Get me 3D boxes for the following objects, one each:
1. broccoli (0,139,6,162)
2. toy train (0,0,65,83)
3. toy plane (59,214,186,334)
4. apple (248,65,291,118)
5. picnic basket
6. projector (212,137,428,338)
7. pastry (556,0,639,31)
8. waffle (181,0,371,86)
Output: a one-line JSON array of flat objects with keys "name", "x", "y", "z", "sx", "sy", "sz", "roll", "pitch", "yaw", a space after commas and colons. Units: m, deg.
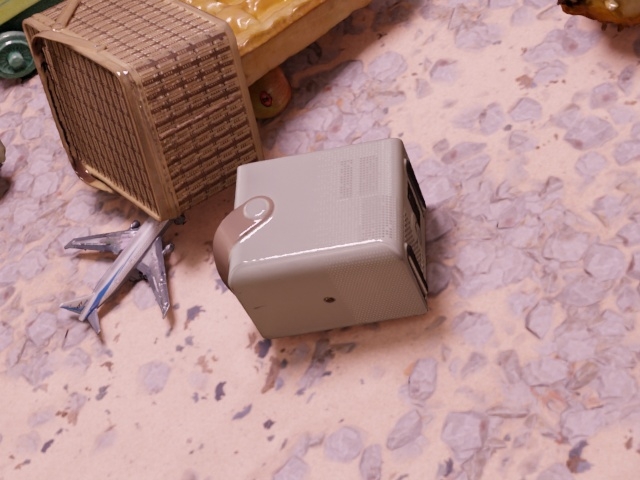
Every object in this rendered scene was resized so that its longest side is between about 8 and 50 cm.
[{"name": "broccoli", "x": -0.516, "y": -0.120, "z": 1.947, "sx": 0.138, "sy": 0.146, "sz": 0.162, "roll": -12, "pitch": 55, "yaw": 22}, {"name": "toy train", "x": -0.425, "y": -0.403, "z": 2.053, "sx": 0.369, "sy": 0.237, "sz": 0.150, "roll": -31, "pitch": 46, "yaw": 2}, {"name": "toy plane", "x": -0.243, "y": 0.021, "z": 1.767, "sx": 0.226, "sy": 0.058, "sz": 0.226, "roll": 30, "pitch": 69, "yaw": 40}, {"name": "apple", "x": -0.079, "y": -0.206, "z": 1.841, "sx": 0.071, "sy": 0.084, "sz": 0.084, "roll": -29, "pitch": 48, "yaw": 3}, {"name": "picnic basket", "x": -0.241, "y": -0.186, "z": 1.768, "sx": 0.175, "sy": 0.228, "sz": 0.313, "roll": -29, "pitch": 37, "yaw": -23}, {"name": "projector", "x": 0.000, "y": 0.000, "z": 1.595, "sx": 0.242, "sy": 0.163, "sz": 0.177, "roll": -11, "pitch": 50, "yaw": 15}, {"name": "pastry", "x": 0.426, "y": -0.435, "z": 1.638, "sx": 0.405, "sy": 0.292, "sz": 0.337, "roll": -30, "pitch": 38, "yaw": 18}, {"name": "waffle", "x": -0.092, "y": -0.342, "z": 1.890, "sx": 0.304, "sy": 0.077, "sz": 0.348, "roll": -35, "pitch": 37, "yaw": -20}]
